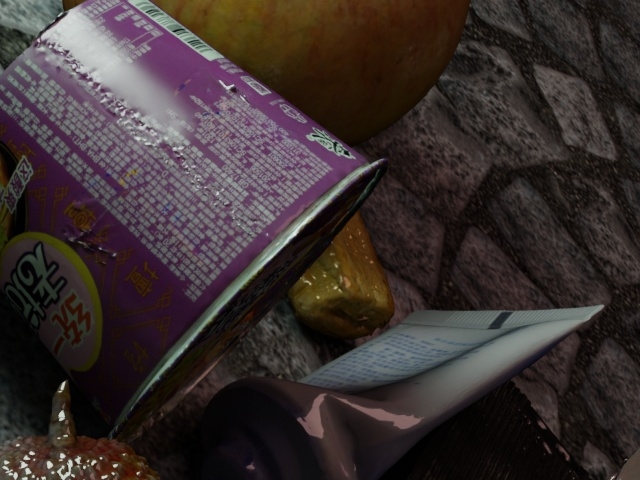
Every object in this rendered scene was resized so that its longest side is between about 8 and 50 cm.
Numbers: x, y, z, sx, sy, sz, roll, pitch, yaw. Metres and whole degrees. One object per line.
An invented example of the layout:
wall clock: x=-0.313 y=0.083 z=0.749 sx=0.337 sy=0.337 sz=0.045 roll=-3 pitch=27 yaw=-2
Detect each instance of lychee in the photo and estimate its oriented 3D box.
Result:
lychee: x=-0.188 y=0.203 z=1.350 sx=0.165 sy=0.165 sz=0.197 roll=-3 pitch=93 yaw=-55

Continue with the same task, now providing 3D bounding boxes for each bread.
bread: x=0.000 y=0.000 z=1.900 sx=0.114 sy=0.083 sz=0.211 roll=24 pitch=41 yaw=-48

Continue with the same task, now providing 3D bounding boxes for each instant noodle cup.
instant noodle cup: x=-0.152 y=-0.029 z=1.527 sx=0.266 sy=0.340 sz=0.340 roll=42 pitch=30 yaw=4

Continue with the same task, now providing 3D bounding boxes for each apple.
apple: x=-0.054 y=-0.256 z=1.831 sx=0.400 sy=0.333 sz=0.400 roll=7 pitch=55 yaw=-10

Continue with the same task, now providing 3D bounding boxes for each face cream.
face cream: x=0.051 y=0.133 z=1.686 sx=0.420 sy=0.235 sz=0.137 roll=-28 pitch=106 yaw=-44

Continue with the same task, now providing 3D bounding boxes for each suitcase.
suitcase: x=0.130 y=0.279 z=1.733 sx=0.229 sy=0.152 sz=0.335 roll=52 pitch=28 yaw=-4

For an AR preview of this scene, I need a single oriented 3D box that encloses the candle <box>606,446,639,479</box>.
candle: x=0.423 y=0.340 z=1.980 sx=0.131 sy=0.317 sz=0.287 roll=44 pitch=72 yaw=-22
